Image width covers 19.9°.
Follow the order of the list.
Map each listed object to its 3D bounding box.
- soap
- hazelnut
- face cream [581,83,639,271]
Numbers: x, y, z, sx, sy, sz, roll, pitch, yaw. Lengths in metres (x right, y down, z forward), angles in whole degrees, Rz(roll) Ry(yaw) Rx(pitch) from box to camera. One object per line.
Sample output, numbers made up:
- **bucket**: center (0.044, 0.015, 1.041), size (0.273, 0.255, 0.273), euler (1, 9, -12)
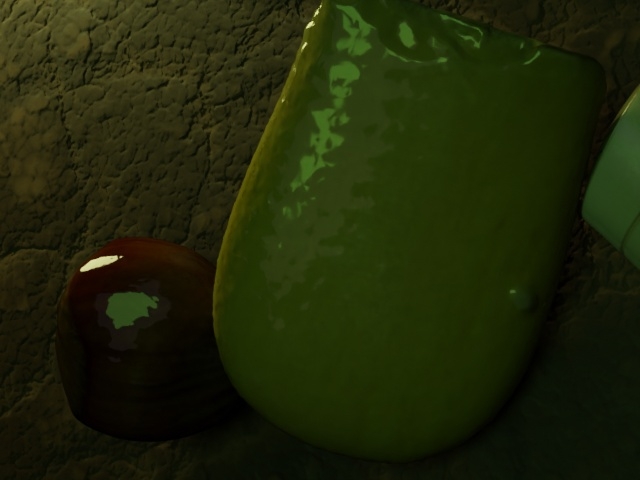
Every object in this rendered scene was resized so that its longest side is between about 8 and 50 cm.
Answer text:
- **soap**: center (0.073, -0.002, 1.655), size (0.306, 0.115, 0.427), euler (18, 104, -7)
- **hazelnut**: center (-0.163, 0.092, 1.795), size (0.210, 0.210, 0.186), euler (-56, 38, 7)
- **face cream**: center (0.374, 0.003, 1.576), size (0.173, 0.081, 0.348), euler (-50, 62, 10)
